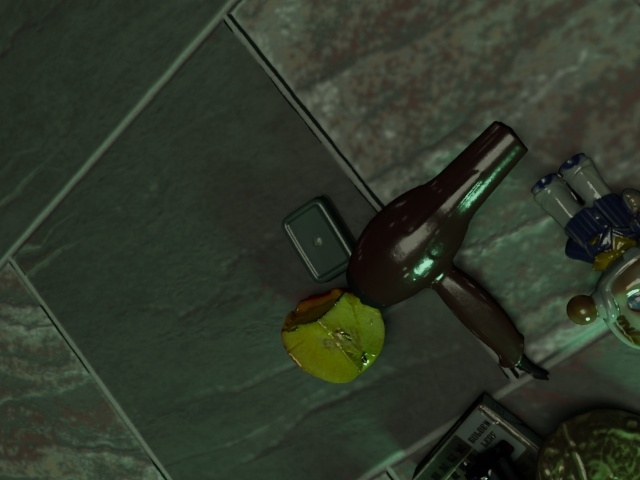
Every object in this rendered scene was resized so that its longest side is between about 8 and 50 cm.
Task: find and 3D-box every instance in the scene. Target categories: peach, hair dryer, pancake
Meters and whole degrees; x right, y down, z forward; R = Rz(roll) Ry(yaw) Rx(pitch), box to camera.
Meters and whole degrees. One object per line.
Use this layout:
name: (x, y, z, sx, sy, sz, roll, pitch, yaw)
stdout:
peach: (0.020, 0.145, 0.988, 0.151, 0.118, 0.151, 1, 86, -12)
hair dryer: (0.234, 0.049, 0.900, 0.340, 0.123, 0.312, 45, 114, -3)
pancake: (0.404, 0.349, 0.866, 0.250, 0.031, 0.250, 0, 81, -3)

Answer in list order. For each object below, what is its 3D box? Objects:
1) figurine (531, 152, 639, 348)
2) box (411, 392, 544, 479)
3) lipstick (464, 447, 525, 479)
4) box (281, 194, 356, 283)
figurine: (0.377, 0.025, 0.826, 0.274, 0.133, 0.193, 34, 93, 22)
box: (0.315, 0.392, 0.951, 0.325, 0.047, 0.180, 38, 112, 11)
lipstick: (0.336, 0.477, 0.894, 0.077, 0.077, 0.418, -33, 89, 23)
box: (0.000, 0.000, 1.013, 0.091, 0.031, 0.126, -32, 86, 23)
